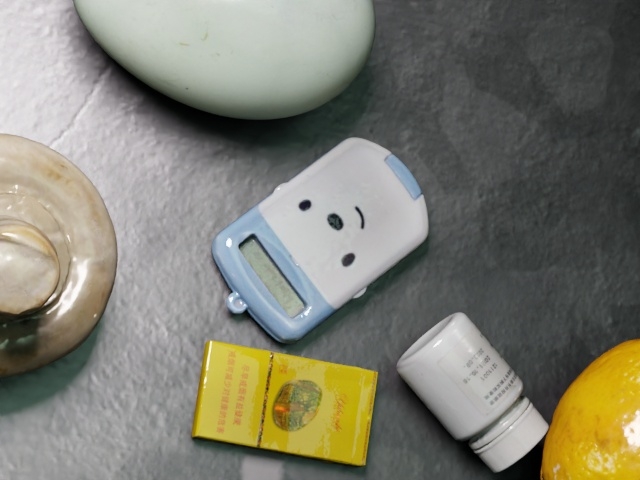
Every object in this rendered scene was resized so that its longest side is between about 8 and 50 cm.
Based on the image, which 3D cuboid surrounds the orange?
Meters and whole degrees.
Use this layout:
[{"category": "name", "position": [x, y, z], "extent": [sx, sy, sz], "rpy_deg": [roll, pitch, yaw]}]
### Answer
[{"category": "orange", "position": [0.299, 0.194, 1.657], "extent": [0.219, 0.193, 0.219], "rpy_deg": [-7, 106, -24]}]

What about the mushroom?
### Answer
[{"category": "mushroom", "position": [-0.271, 0.010, 1.533], "extent": [0.206, 0.209, 0.206], "rpy_deg": [-2, 79, 10]}]

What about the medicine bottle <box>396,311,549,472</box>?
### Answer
[{"category": "medicine bottle", "position": [0.135, 0.135, 1.684], "extent": [0.080, 0.080, 0.130], "rpy_deg": [-42, 94, -19]}]

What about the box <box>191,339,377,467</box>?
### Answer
[{"category": "box", "position": [-0.030, 0.142, 1.664], "extent": [0.155, 0.023, 0.087], "rpy_deg": [12, 74, -14]}]

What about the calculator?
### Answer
[{"category": "calculator", "position": [0.000, 0.000, 1.692], "extent": [0.210, 0.039, 0.121], "rpy_deg": [-37, 90, -19]}]

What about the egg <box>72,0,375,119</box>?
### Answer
[{"category": "egg", "position": [-0.083, -0.200, 1.630], "extent": [0.264, 0.183, 0.183], "rpy_deg": [13, 76, -6]}]
